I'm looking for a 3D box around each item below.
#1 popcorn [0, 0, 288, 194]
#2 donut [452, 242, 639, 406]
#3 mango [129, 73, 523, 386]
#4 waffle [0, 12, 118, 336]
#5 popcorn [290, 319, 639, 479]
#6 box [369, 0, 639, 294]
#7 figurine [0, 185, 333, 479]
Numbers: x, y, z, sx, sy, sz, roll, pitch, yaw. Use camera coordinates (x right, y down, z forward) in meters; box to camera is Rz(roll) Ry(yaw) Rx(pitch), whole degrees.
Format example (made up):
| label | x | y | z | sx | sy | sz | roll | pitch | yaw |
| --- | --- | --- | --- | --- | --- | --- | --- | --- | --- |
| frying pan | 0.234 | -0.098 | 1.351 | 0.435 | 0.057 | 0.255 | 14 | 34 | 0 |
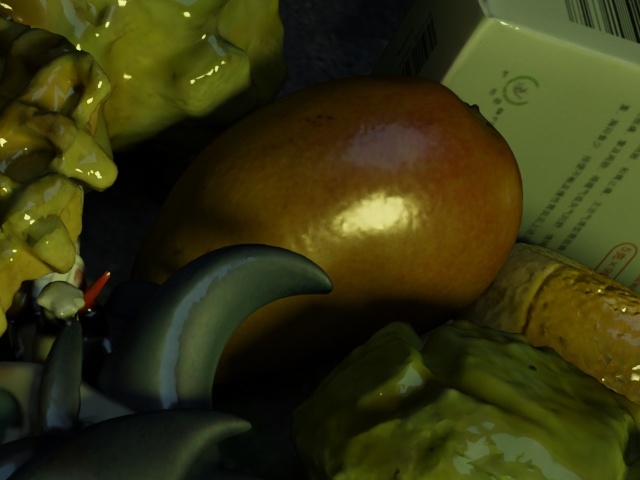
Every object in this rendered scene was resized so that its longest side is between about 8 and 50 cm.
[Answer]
| label | x | y | z | sx | sy | sz | roll | pitch | yaw |
| --- | --- | --- | --- | --- | --- | --- | --- | --- | --- |
| popcorn | -0.140 | -0.163 | 0.760 | 0.286 | 0.215 | 0.252 | 48 | 41 | -9 |
| donut | 0.169 | 0.063 | 0.786 | 0.190 | 0.075 | 0.174 | 32 | 7 | 8 |
| mango | 0.001 | -0.005 | 0.724 | 0.221 | 0.152 | 0.120 | -18 | 33 | -13 |
| waffle | -0.201 | -0.021 | 0.597 | 0.056 | 0.253 | 0.249 | 58 | 10 | -41 |
| popcorn | 0.082 | 0.140 | 0.647 | 0.221 | 0.184 | 0.204 | 46 | 13 | 17 |
| box | 0.181 | -0.055 | 0.864 | 0.299 | 0.200 | 0.106 | 15 | 44 | -18 |
| figurine | -0.108 | 0.091 | 0.584 | 0.197 | 0.175 | 0.265 | 33 | 50 | -8 |
